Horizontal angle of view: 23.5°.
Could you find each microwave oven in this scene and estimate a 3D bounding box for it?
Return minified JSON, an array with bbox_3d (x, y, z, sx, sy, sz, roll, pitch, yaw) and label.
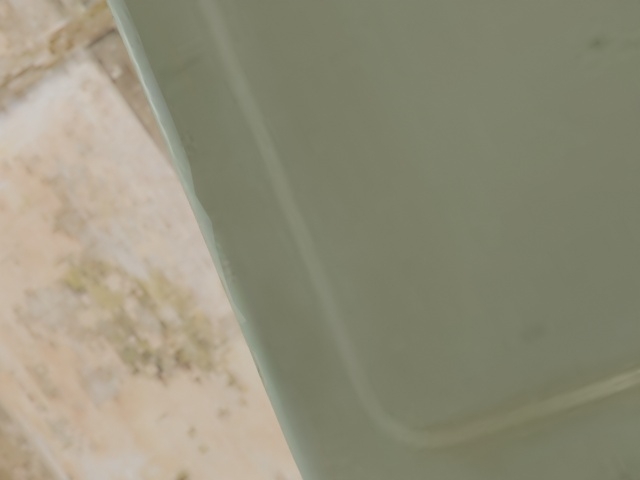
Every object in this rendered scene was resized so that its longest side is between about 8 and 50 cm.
[{"bbox_3d":[0.122,-0.070,0.367,0.181,0.295,0.237,-46,-65,-75],"label":"microwave oven"}]
